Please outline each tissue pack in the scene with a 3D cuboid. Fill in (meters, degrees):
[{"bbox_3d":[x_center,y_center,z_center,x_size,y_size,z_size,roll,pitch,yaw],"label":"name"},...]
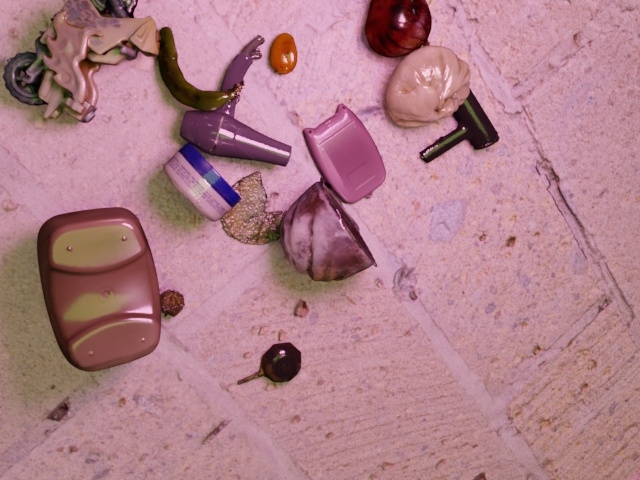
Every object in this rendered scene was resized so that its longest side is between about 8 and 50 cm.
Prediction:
[{"bbox_3d":[-0.557,0.112,1.356,0.267,0.277,0.387,-12,104,-23],"label":"tissue pack"}]

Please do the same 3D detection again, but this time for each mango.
[{"bbox_3d":[-0.102,-0.525,1.495,0.080,0.060,0.114,11,98,-5],"label":"mango"}]

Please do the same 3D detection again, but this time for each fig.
[{"bbox_3d":[0.254,-0.618,1.536,0.249,0.186,0.204,12,77,-27],"label":"fig"}]

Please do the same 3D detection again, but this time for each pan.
[{"bbox_3d":[-0.142,0.411,1.651,0.202,0.048,0.128,-47,110,-5],"label":"pan"}]

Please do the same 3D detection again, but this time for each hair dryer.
[{"bbox_3d":[0.421,-0.335,1.690,0.251,0.089,0.197,-37,109,-2],"label":"hair dryer"},{"bbox_3d":[-0.198,-0.391,1.465,0.301,0.121,0.361,15,87,-13],"label":"hair dryer"}]

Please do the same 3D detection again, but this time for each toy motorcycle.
[{"bbox_3d":[-0.566,-0.463,1.306,0.237,0.169,0.410,43,90,-13],"label":"toy motorcycle"}]

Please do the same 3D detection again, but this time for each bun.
[{"bbox_3d":[0.321,-0.438,1.550,0.259,0.160,0.259,-17,136,-17],"label":"bun"}]

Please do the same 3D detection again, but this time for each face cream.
[{"bbox_3d":[-0.316,-0.149,1.414,0.111,0.206,0.206,-44,109,-5],"label":"face cream"}]

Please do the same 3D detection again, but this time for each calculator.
[{"bbox_3d":[0.085,-0.250,1.612,0.194,0.043,0.294,-37,110,-10],"label":"calculator"}]

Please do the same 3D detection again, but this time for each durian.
[{"bbox_3d":[-0.425,0.180,1.506,0.080,0.080,0.091,26,103,-20],"label":"durian"}]

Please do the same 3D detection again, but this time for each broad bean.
[{"bbox_3d":[-0.341,-0.430,1.392,0.292,0.049,0.144,38,92,10],"label":"broad bean"}]

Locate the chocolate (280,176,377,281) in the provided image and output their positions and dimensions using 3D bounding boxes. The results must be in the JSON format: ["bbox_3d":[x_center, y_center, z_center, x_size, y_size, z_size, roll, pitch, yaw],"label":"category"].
[{"bbox_3d":[0.000,0.000,1.524,0.213,0.303,0.303,-32,108,7],"label":"chocolate"}]

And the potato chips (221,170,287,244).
[{"bbox_3d":[-0.184,-0.081,1.567,0.220,0.029,0.202,35,88,-17],"label":"potato chips"}]
